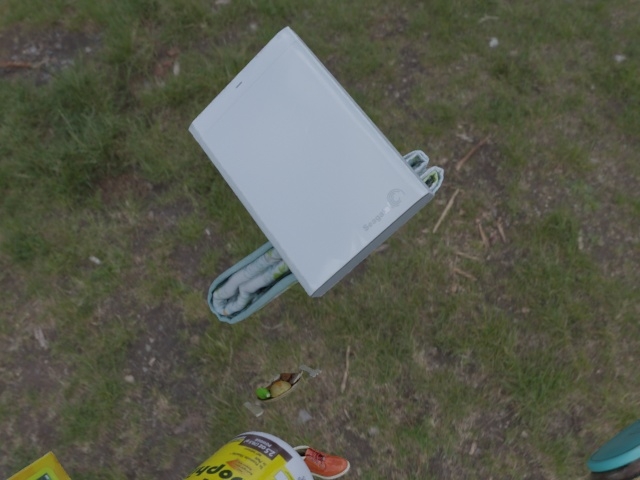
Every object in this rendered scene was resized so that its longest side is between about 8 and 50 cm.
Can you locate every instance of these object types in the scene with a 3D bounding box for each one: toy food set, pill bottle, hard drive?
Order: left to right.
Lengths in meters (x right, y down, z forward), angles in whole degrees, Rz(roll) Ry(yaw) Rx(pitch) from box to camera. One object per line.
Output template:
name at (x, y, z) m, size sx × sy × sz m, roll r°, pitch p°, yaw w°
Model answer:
pill bottle at (-0.102, 0.273, 0.597) m, size 0.117 × 0.117 × 0.215 m, roll 28°, pitch 27°, yaw 21°
toy food set at (-0.103, 0.352, 1.628) m, size 0.192 × 0.132 × 0.038 m, roll -31°, pitch 102°, yaw -21°
hard drive at (-0.024, -0.107, 0.880) m, size 0.203 × 0.040 × 0.307 m, roll -42°, pitch 70°, yaw 15°

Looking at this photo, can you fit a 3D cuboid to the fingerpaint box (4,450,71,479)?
fingerpaint box at (-0.537, 0.680, 1.201) m, size 0.163 × 0.371 × 0.444 m, roll -40°, pitch 85°, yaw 22°

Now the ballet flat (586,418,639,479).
ballet flat at (0.346, 0.112, 0.481) m, size 0.349 × 0.123 × 0.123 m, roll -33°, pitch 62°, yaw -16°

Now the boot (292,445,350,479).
boot at (-0.005, 0.568, 1.705) m, size 0.158 × 0.084 × 0.059 m, roll -3°, pitch 38°, yaw 16°

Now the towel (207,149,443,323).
towel at (0.000, 0.000, 1.117) m, size 0.321 × 0.374 × 0.090 m, roll -33°, pitch 91°, yaw -35°
